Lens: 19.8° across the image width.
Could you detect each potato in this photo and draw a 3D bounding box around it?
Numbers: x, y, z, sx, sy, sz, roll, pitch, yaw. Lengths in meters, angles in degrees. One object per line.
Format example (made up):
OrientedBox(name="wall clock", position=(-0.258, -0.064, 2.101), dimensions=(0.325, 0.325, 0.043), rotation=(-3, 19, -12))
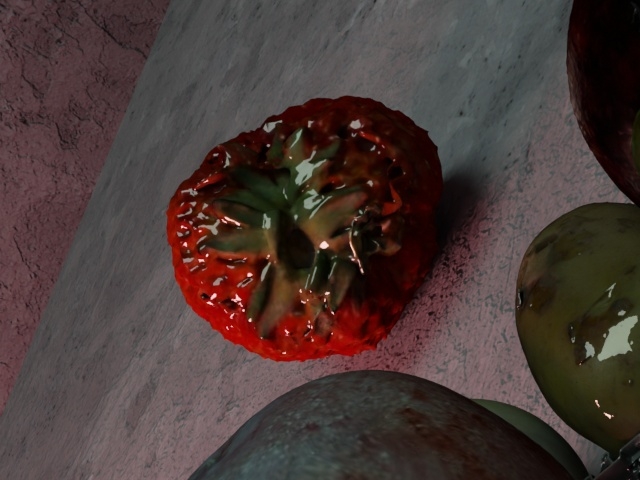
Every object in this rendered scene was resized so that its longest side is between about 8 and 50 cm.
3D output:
OrientedBox(name="potato", position=(0.230, 0.067, 1.371), dimensions=(0.165, 0.165, 0.262), rotation=(-56, 24, 11))

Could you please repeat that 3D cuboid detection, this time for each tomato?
OrientedBox(name="tomato", position=(0.030, 0.235, 1.146), dimensions=(0.317, 0.282, 0.316), rotation=(-45, 6, 6))

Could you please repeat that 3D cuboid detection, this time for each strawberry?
OrientedBox(name="strawberry", position=(0.000, 0.000, 1.960), dimensions=(0.312, 0.267, 0.351), rotation=(-35, -14, -6))

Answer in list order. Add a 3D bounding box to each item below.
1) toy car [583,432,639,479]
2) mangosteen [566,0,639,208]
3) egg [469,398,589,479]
OrientedBox(name="toy car", position=(0.223, 0.225, 1.230), dimensions=(0.097, 0.100, 0.191), rotation=(-47, 20, 33))
OrientedBox(name="mangosteen", position=(0.310, -0.123, 1.200), dimensions=(0.330, 0.330, 0.330), rotation=(-49, 21, 27))
OrientedBox(name="egg", position=(0.114, 0.212, 1.407), dimensions=(0.183, 0.183, 0.217), rotation=(-63, 7, -11))
